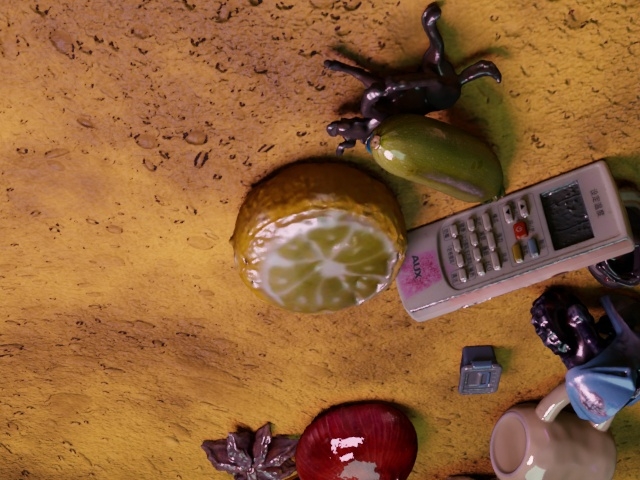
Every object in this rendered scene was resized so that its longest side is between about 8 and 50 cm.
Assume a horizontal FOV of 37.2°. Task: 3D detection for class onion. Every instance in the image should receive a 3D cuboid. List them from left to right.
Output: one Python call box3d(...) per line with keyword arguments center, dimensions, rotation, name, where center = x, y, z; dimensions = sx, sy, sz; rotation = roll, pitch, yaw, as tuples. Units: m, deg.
box3d(center=(0.074, 0.424, 1.863), dimensions=(0.248, 0.161, 0.248), rotation=(-1, 104, -4), name="onion")

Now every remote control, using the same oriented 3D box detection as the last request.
box3d(center=(0.269, 0.005, 1.374), dimensions=(0.344, 0.145, 0.050), rotation=(-21, 142, 20), name="remote control")

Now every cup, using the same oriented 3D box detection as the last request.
box3d(center=(0.471, 0.393, 1.844), dimensions=(0.202, 0.173, 0.255), rotation=(15, 139, -23), name="cup")

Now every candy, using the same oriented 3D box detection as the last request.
box3d(center=(0.000, 0.000, 1.380), dimensions=(0.259, 0.118, 0.260), rotation=(-5, 138, -4), name="candy")

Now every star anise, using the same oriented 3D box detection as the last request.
box3d(center=(-0.145, 0.459, 1.951), dimensions=(0.209, 0.089, 0.231), rotation=(6, 129, 0), name="star anise")

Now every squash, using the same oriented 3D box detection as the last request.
box3d(center=(0.177, -0.101, 1.245), dimensions=(0.094, 0.094, 0.341), rotation=(-30, 154, 29), name="squash")

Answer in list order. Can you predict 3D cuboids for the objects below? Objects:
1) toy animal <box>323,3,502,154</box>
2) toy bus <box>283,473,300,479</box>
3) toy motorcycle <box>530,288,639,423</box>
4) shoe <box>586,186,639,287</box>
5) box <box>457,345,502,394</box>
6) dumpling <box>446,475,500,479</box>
box3d(center=(0.102, -0.191, 1.188), dimensions=(0.232, 0.084, 0.148), rotation=(-24, 154, 15), name="toy animal")
box3d(center=(0.006, 0.517, 1.997), dimensions=(0.194, 0.083, 0.088), rotation=(-14, 119, -45), name="toy bus")
box3d(center=(0.527, 0.219, 1.587), dimensions=(0.416, 0.232, 0.172), rotation=(18, 134, -25), name="toy motorcycle")
box3d(center=(0.448, 0.021, 1.431), dimensions=(0.099, 0.112, 0.227), rotation=(-11, 139, 8), name="shoe")
box3d(center=(0.287, 0.235, 1.730), dimensions=(0.074, 0.054, 0.099), rotation=(-1, 141, 1), name="box")
box3d(center=(0.324, 0.594, 2.118), dimensions=(0.258, 0.147, 0.193), rotation=(-42, 168, 24), name="dumpling")
